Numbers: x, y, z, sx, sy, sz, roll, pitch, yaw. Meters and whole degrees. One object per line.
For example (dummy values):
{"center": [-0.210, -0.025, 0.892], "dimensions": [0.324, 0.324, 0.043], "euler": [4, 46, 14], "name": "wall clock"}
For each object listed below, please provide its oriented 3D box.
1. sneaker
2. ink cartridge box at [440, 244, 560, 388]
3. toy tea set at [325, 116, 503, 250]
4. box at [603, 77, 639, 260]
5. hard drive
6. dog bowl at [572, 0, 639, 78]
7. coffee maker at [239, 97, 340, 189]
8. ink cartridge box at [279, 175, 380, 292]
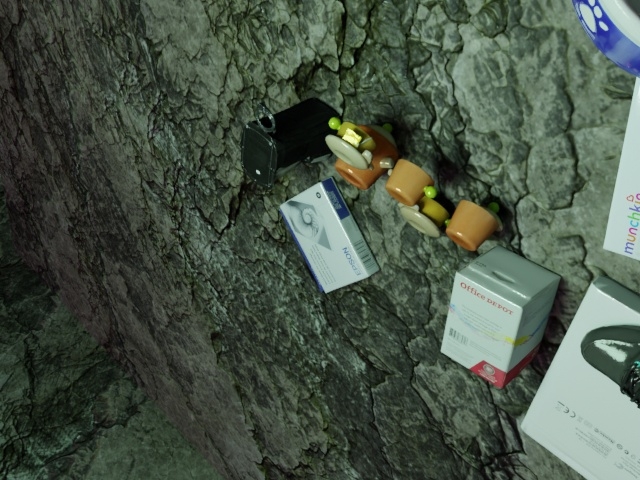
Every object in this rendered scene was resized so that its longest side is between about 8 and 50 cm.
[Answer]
{"center": [0.474, 0.203, 0.935], "dimensions": [0.267, 0.106, 0.101], "euler": [27, 132, 38], "name": "sneaker"}
{"center": [0.298, 0.124, 1.144], "dimensions": [0.128, 0.127, 0.176], "euler": [31, 133, 34], "name": "ink cartridge box"}
{"center": [0.165, -0.112, 1.172], "dimensions": [0.336, 0.124, 0.200], "euler": [36, 173, 4], "name": "toy tea set"}
{"center": [0.487, -0.089, 0.804], "dimensions": [0.231, 0.126, 0.262], "euler": [24, 130, 36], "name": "box"}
{"center": [0.477, 0.252, 1.086], "dimensions": [0.233, 0.047, 0.353], "euler": [36, 136, 30], "name": "hard drive"}
{"center": [0.381, -0.283, 0.653], "dimensions": [0.265, 0.264, 0.104], "euler": [58, -175, 5], "name": "dog bowl"}
{"center": [-0.049, -0.200, 1.302], "dimensions": [0.120, 0.178, 0.171], "euler": [53, 144, 8], "name": "coffee maker"}
{"center": [0.000, 0.000, 1.477], "dimensions": [0.224, 0.045, 0.223], "euler": [-27, 91, 53], "name": "ink cartridge box"}
